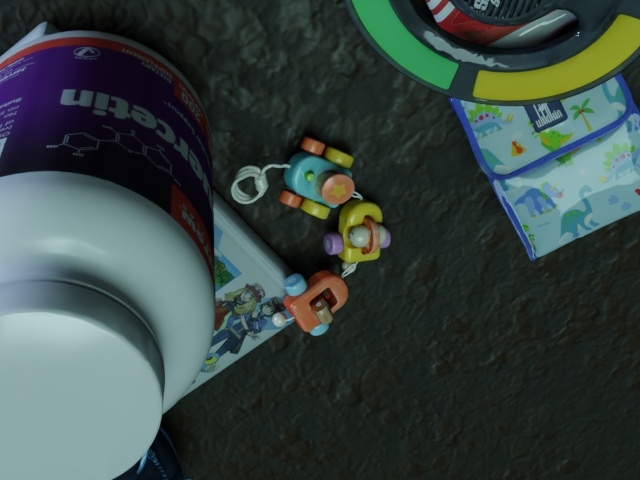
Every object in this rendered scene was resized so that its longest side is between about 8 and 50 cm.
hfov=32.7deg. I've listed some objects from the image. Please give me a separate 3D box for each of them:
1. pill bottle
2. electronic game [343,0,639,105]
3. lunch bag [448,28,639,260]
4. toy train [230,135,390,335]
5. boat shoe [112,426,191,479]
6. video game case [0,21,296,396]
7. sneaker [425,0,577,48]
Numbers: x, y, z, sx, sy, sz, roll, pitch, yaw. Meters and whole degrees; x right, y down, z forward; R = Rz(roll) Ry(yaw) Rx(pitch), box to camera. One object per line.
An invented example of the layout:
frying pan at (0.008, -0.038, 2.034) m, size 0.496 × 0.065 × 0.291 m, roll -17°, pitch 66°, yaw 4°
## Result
pill bottle at (-0.157, 0.002, 0.693) m, size 0.181 × 0.323 × 0.181 m, roll -3°, pitch 122°, yaw -5°
electronic game at (0.122, -0.182, 0.719) m, size 0.229 × 0.048 × 0.229 m, roll 9°, pitch 138°, yaw 8°
lunch bag at (0.190, -0.081, 0.866) m, size 0.129 × 0.096 × 0.151 m, roll -26°, pitch 107°, yaw 12°
toy train at (0.000, 0.000, 0.892) m, size 0.125 × 0.046 × 0.166 m, roll -33°, pitch 121°, yaw -15°
boat shoe at (-0.197, 0.179, 0.935) m, size 0.109 × 0.089 × 0.258 m, roll -24°, pitch 121°, yaw 9°
video game case at (-0.222, 0.028, 0.914) m, size 0.300 × 0.036 × 0.329 m, roll -35°, pitch 119°, yaw 15°
sneaker at (0.165, -0.222, 0.769) m, size 0.221 × 0.087 × 0.128 m, roll -35°, pitch 120°, yaw 18°
